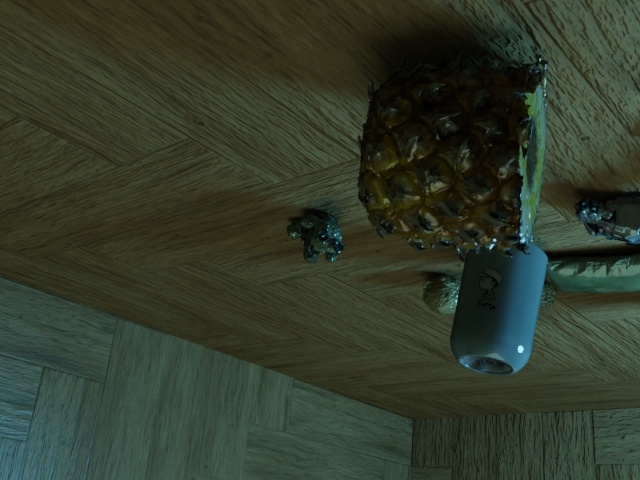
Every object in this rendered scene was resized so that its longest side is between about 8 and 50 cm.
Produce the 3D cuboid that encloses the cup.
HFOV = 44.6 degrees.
[{"bbox_3d":[0.442,0.166,1.943,0.205,0.312,0.205,13,155,6],"label":"cup"}]

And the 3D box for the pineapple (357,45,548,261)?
[{"bbox_3d":[0.221,-0.145,1.293,0.300,0.352,0.352,10,159,15],"label":"pineapple"}]

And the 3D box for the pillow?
[{"bbox_3d":[0.741,0.084,2.013,0.302,0.075,0.185,-4,150,25],"label":"pillow"}]

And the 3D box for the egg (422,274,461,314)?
[{"bbox_3d":[0.356,0.153,2.223,0.140,0.118,0.116,1,-159,-12],"label":"egg"}]

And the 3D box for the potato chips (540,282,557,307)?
[{"bbox_3d":[0.567,0.140,2.210,0.167,0.059,0.228,-7,160,42],"label":"potato chips"}]

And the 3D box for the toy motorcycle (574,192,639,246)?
[{"bbox_3d":[0.647,-0.045,1.683,0.204,0.108,0.239,15,155,-22],"label":"toy motorcycle"}]

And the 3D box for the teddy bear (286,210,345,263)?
[{"bbox_3d":[0.012,-0.012,1.894,0.133,0.111,0.213,55,160,-13],"label":"teddy bear"}]
